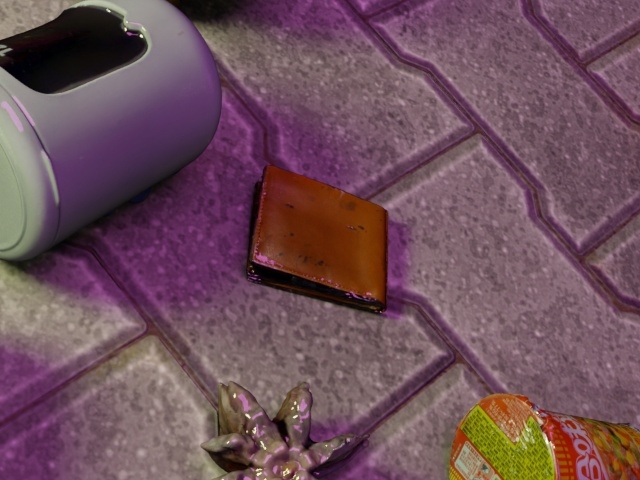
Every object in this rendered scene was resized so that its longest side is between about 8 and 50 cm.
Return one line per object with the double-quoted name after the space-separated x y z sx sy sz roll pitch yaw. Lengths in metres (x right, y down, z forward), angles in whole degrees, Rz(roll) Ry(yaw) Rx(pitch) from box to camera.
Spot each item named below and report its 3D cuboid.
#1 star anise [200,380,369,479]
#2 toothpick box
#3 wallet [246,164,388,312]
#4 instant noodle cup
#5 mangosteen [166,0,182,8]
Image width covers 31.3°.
-0.042 0.261 1.250 0.229 0.093 0.236 34 48 -3 "star anise"
-0.268 -0.142 1.329 0.263 0.263 0.355 47 49 8 "toothpick box"
-0.001 0.001 1.487 0.195 0.042 0.161 17 57 -20 "wallet"
0.294 0.281 1.369 0.212 0.193 0.193 7 56 -33 "instant noodle cup"
-0.194 -0.466 1.557 0.347 0.307 0.307 -33 75 -7 "mangosteen"
